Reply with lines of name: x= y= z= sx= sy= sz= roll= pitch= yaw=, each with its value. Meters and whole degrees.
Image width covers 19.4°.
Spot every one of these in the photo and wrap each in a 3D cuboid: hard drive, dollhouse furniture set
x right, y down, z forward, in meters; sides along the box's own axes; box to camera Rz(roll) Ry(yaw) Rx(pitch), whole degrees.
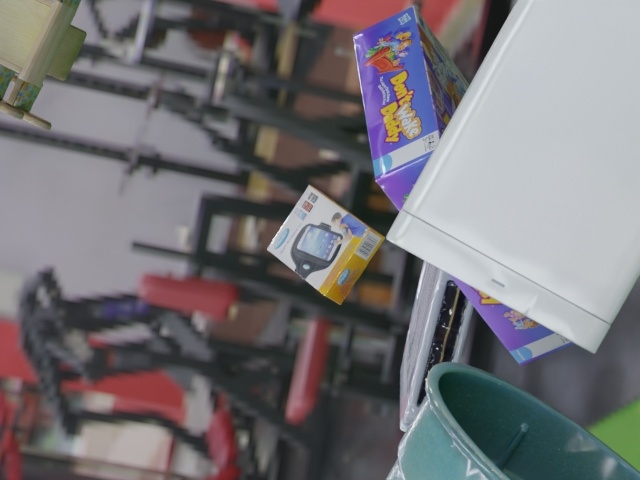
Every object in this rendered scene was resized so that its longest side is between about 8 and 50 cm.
hard drive: x=0.250 y=-0.100 z=1.810 sx=0.353 sy=0.233 sz=0.047 roll=-61 pitch=0 yaw=4
dollhouse furniture set: x=-0.363 y=-0.260 z=2.437 sx=0.212 sy=0.161 sz=0.242 roll=-64 pitch=-23 yaw=2

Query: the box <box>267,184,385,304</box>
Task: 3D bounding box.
box: x=0.000 y=0.000 z=1.877 sx=0.081 sy=0.028 sz=0.136 roll=-57 pitch=41 yaw=3

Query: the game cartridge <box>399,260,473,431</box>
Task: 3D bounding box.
game cartridge: x=0.150 y=0.083 z=2.326 sx=0.196 sy=0.060 sz=0.294 roll=-93 pitch=13 yaw=-61

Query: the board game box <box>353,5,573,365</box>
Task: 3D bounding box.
board game box: x=0.162 y=-0.056 z=2.045 sx=0.347 sy=0.078 sz=0.233 roll=50 pitch=-156 yaw=-41

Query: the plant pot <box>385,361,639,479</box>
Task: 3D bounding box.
plant pot: x=0.156 y=0.354 z=1.847 sx=0.334 sy=0.341 sz=0.341 roll=-56 pitch=15 yaw=15
